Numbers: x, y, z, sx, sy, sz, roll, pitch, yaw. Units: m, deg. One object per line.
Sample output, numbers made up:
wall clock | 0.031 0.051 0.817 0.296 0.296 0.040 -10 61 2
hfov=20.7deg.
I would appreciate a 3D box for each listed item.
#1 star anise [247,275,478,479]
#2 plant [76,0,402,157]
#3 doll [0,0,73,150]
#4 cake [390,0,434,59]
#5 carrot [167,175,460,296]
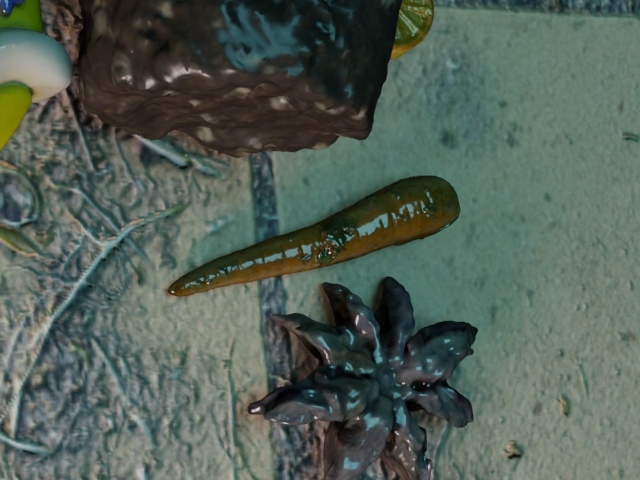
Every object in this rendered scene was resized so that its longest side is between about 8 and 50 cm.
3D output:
star anise | 0.041 0.111 1.275 0.204 0.061 0.181 6 80 -32
plant | -0.053 -0.224 1.175 0.213 0.215 0.312 12 74 -27
doll | -0.268 -0.141 1.088 0.252 0.111 0.237 18 75 -38
cake | 0.045 -0.177 1.329 0.084 0.044 0.084 6 79 -32
carrot | 0.000 0.000 1.281 0.254 0.049 0.049 -19 94 -28
